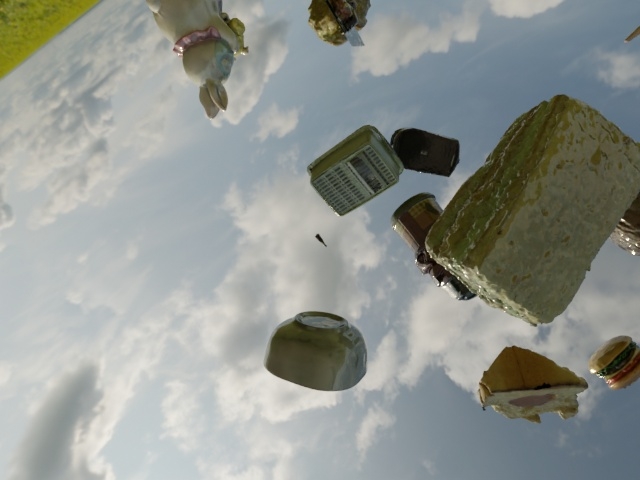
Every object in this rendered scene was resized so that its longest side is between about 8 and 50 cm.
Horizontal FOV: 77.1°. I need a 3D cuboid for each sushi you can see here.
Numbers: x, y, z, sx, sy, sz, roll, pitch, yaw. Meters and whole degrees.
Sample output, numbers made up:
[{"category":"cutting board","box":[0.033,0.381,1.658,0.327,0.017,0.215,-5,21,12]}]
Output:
[{"category":"sushi","box":[0.053,-0.528,0.895,0.040,0.193,0.210,-28,-162,25]}]

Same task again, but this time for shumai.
[{"category":"shumai","box":[0.908,-0.124,1.090,0.283,0.217,0.346,-27,-147,25]}]

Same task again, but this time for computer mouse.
[{"category":"computer mouse","box":[0.426,-0.366,1.650,0.295,0.169,0.087,20,-154,17]}]

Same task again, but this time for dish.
[{"category":"dish","box":[-0.004,0.242,0.954,0.256,0.256,0.118,14,-79,45]}]

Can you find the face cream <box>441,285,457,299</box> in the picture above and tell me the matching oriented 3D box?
[{"category":"face cream","box":[0.445,0.080,1.212,0.206,0.111,0.206,-42,177,-3]}]

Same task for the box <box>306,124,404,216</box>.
[{"category":"box","box":[0.116,-0.236,1.359,0.290,0.220,0.166,-30,-150,26]}]

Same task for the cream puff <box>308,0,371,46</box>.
[{"category":"cream puff","box":[0.063,-0.785,1.343,0.244,0.196,0.244,-43,-154,28]}]

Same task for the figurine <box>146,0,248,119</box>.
[{"category":"figurine","box":[-0.217,-0.373,0.790,0.127,0.236,0.155,-14,-160,33]}]

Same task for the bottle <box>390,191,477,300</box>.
[{"category":"bottle","box":[0.295,0.020,0.970,0.156,0.143,0.271,-25,-116,-17]}]

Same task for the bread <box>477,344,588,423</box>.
[{"category":"bread","box":[0.546,0.416,1.089,0.211,0.184,0.224,-37,-137,-17]}]

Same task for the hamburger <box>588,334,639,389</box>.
[{"category":"hamburger","box":[0.870,0.353,1.169,0.162,0.162,0.115,-42,-120,-5]}]

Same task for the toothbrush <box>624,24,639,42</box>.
[{"category":"toothbrush","box":[0.894,-0.610,0.961,0.375,0.037,0.028,-42,-173,10]}]

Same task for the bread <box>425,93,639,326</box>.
[{"category":"bread","box":[0.209,-0.028,0.397,0.196,0.138,0.102,-59,-155,1]}]

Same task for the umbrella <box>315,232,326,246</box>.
[{"category":"umbrella","box":[0.002,-0.001,1.611,0.020,0.032,0.083,-31,-127,-19]}]
